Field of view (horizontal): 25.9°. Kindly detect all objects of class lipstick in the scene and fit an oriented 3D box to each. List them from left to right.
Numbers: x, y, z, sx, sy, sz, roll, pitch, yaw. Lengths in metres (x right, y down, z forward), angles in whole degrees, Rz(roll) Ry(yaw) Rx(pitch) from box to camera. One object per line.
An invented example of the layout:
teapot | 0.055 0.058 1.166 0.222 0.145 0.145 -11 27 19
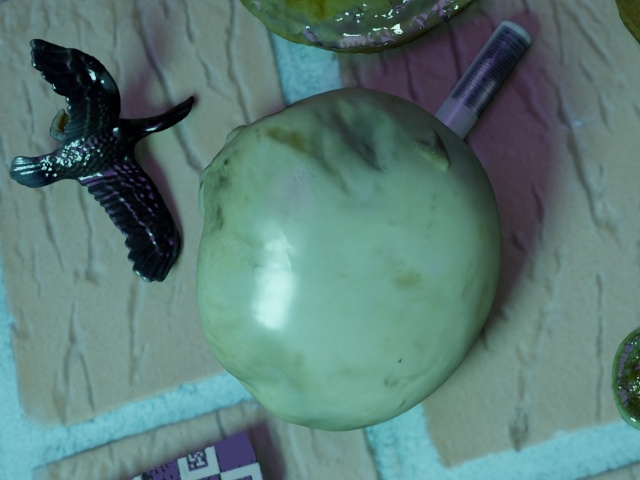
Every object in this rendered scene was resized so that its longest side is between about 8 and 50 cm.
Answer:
lipstick | 0.160 -0.157 1.403 0.040 0.040 0.141 34 85 26

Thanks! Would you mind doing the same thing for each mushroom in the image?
mushroom | 0.000 0.000 1.310 0.314 0.314 0.336 -49 33 -2

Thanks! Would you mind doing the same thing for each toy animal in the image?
toy animal | -0.229 -0.116 1.487 0.160 0.272 0.197 0 33 37

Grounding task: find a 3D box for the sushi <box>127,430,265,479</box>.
sushi | -0.127 0.307 1.343 0.210 0.040 0.193 -26 72 7

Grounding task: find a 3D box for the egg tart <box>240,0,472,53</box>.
egg tart | 0.040 -0.370 1.467 0.352 0.150 0.352 -6 72 20

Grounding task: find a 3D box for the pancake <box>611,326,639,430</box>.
pancake | 0.314 0.125 1.261 0.108 0.017 0.108 -6 73 20

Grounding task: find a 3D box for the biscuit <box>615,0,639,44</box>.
biscuit | 0.433 -0.243 1.329 0.262 0.052 0.277 -35 64 5
